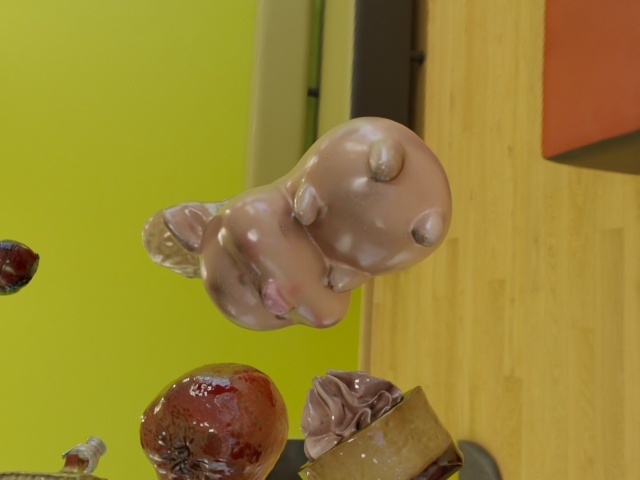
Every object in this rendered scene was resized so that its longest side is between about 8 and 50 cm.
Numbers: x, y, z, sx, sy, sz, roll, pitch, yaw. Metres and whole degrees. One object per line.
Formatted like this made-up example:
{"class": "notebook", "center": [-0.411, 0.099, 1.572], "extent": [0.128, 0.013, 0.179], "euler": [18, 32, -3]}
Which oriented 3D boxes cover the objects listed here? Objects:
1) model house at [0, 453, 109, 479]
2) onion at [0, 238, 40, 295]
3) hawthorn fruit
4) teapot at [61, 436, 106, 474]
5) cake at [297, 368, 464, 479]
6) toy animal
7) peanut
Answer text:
{"class": "model house", "center": [-0.371, 0.392, 0.797], "extent": [0.160, 0.195, 0.254], "euler": [62, -152, -56]}
{"class": "onion", "center": [-0.607, 0.048, 1.249], "extent": [0.117, 0.118, 0.119], "euler": [-47, 32, 20]}
{"class": "hawthorn fruit", "center": [-0.188, 0.360, 1.318], "extent": [0.330, 0.287, 0.287], "euler": [-32, -41, -60]}
{"class": "teapot", "center": [-0.493, 0.447, 1.367], "extent": [0.064, 0.083, 0.064], "euler": [-50, -38, -67]}
{"class": "cake", "center": [0.060, 0.242, 0.841], "extent": [0.207, 0.185, 0.178], "euler": [-30, 82, 28]}
{"class": "toy animal", "center": [-0.004, -0.010, 0.582], "extent": [0.167, 0.250, 0.154], "euler": [58, -157, -9]}
{"class": "peanut", "center": [-0.151, -0.011, 1.148], "extent": [0.149, 0.313, 0.149], "euler": [169, 90, -76]}
